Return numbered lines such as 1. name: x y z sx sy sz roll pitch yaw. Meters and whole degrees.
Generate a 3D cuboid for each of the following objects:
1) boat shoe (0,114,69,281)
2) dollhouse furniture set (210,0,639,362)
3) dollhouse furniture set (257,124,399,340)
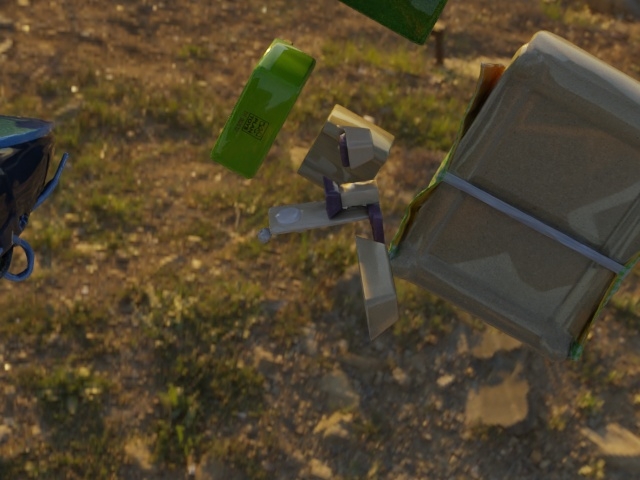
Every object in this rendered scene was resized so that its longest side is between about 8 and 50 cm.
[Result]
1. boat shoe: -0.207 -0.008 0.559 0.109 0.089 0.258 2 18 8
2. dollhouse furniture set: 0.102 -0.081 0.791 0.301 0.197 0.151 29 24 -4
3. dollhouse furniture set: 0.000 0.000 0.664 0.081 0.091 0.114 -8 40 1
